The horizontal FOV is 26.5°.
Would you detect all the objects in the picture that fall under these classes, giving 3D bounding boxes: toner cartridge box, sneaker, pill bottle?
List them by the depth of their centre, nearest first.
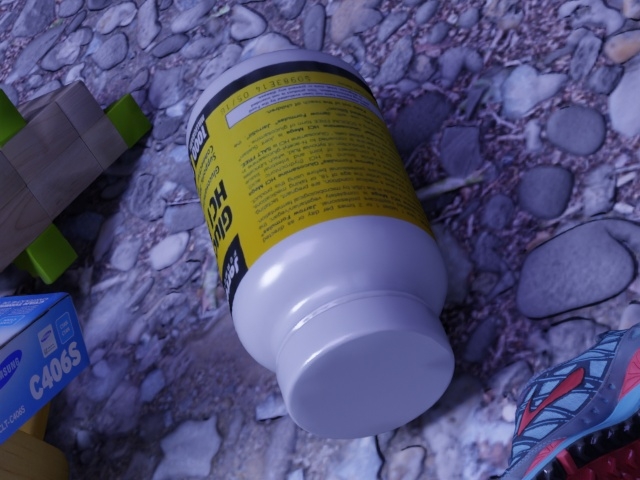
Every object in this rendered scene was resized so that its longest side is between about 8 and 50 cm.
[{"bbox_3d":[0.187,0.151,0.986,0.262,0.104,0.125,-36,22,-32],"label":"sneaker"},{"bbox_3d":[0.000,0.000,1.195,0.188,0.188,0.334,-34,46,15],"label":"pill bottle"},{"bbox_3d":[-0.397,0.120,1.200,0.348,0.075,0.165,-5,19,21],"label":"toner cartridge box"}]

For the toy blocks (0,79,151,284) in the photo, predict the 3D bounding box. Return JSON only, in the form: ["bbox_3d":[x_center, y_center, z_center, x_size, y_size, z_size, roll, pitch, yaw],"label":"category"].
[{"bbox_3d":[-0.400,-0.035,1.513,0.261,0.190,0.381,-13,28,43],"label":"toy blocks"}]

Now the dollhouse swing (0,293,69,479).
[{"bbox_3d":[-0.451,0.163,1.323,0.347,0.315,0.305,-7,67,15],"label":"dollhouse swing"}]
